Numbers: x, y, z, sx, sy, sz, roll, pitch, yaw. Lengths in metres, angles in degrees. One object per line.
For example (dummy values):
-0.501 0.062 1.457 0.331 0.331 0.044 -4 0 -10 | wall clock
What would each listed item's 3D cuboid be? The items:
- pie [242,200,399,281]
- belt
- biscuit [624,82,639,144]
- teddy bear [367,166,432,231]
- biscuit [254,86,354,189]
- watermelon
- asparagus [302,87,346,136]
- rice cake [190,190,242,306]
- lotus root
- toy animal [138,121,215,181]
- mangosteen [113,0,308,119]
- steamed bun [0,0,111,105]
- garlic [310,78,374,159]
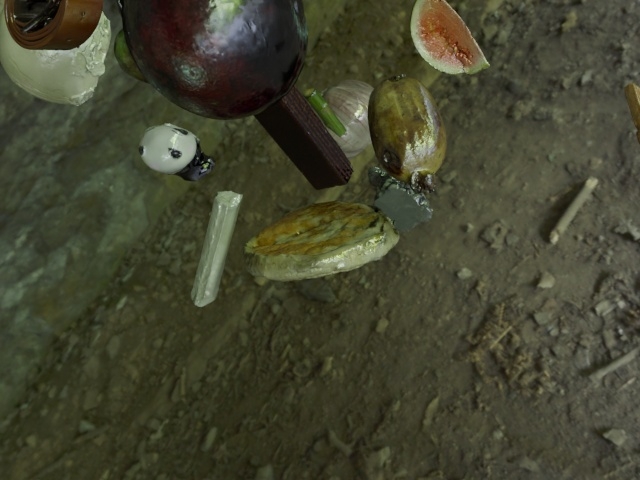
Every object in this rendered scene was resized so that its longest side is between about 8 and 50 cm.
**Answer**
0.000 -0.001 1.114 0.339 0.077 0.339 -12 21 5 | pie
-0.588 -0.518 1.233 0.261 0.184 0.105 -14 4 39 | belt
0.562 -0.150 0.926 0.035 0.162 0.250 -29 72 38 | biscuit
0.209 -0.146 1.493 0.251 0.171 0.144 -78 7 -52 | teddy bear
-0.053 -0.265 1.391 0.107 0.388 0.073 -7 53 33 | biscuit
0.347 -0.596 1.670 0.128 0.303 0.159 -44 19 1 | watermelon
0.015 -0.361 1.589 0.045 0.178 0.041 -19 48 26 | asparagus
-0.215 0.019 1.153 0.052 0.057 0.256 37 120 35 | rice cake
0.172 -0.209 1.109 0.145 0.128 0.260 -17 73 9 | lotus root
-0.378 -0.236 1.455 0.179 0.165 0.138 39 -126 -80 | toy animal
-0.168 -0.318 0.830 0.300 0.300 0.300 -38 28 24 | mangosteen
-0.799 -0.596 1.688 0.233 0.311 0.334 1 83 61 | steamed bun
0.085 -0.423 1.939 0.317 0.259 0.317 -55 9 13 | garlic
